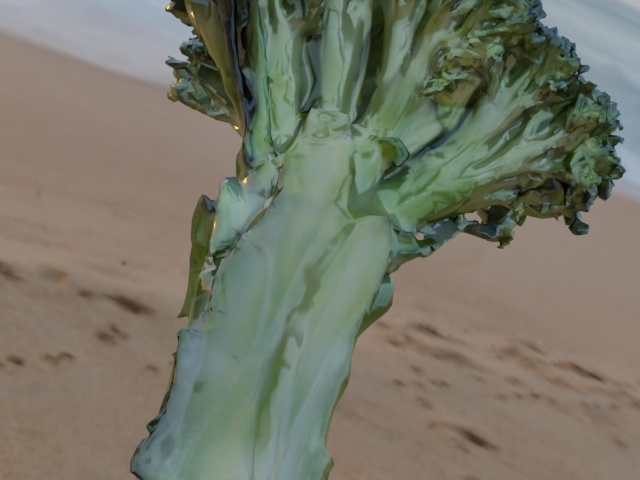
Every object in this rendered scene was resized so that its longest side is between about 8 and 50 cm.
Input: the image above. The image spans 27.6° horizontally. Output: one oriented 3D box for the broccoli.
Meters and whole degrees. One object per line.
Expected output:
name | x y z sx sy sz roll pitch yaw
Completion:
broccoli | 0.014 0.012 0.658 0.252 0.361 0.221 21 -30 -38
